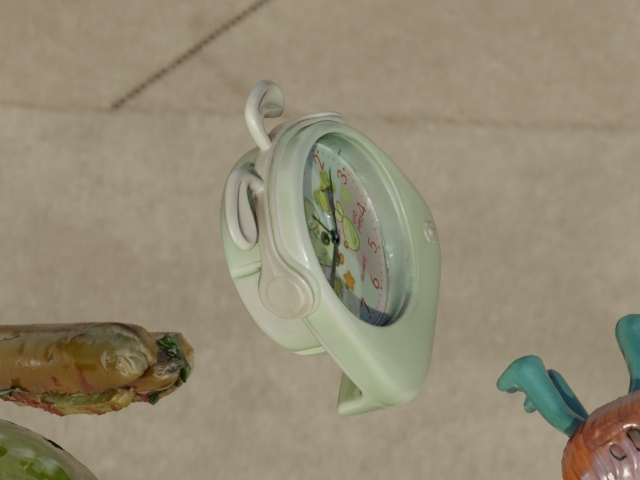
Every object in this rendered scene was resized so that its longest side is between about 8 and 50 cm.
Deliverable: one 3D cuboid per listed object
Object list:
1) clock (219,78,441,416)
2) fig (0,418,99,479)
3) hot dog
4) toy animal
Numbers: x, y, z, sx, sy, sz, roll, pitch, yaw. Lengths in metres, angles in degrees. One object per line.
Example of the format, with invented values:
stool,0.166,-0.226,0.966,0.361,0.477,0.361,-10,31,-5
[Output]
clock,0.000,0.000,1.163,0.062,0.191,0.151,-17,44,30
fig,-0.190,0.250,1.085,0.233,0.314,0.233,-13,23,5
hot dog,-0.199,0.106,1.586,0.104,0.250,0.076,17,77,-47
toy animal,0.147,0.128,0.820,0.103,0.100,0.208,3,51,-32
